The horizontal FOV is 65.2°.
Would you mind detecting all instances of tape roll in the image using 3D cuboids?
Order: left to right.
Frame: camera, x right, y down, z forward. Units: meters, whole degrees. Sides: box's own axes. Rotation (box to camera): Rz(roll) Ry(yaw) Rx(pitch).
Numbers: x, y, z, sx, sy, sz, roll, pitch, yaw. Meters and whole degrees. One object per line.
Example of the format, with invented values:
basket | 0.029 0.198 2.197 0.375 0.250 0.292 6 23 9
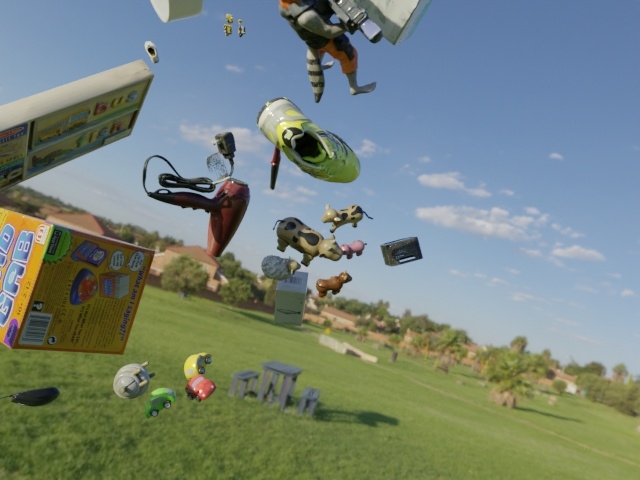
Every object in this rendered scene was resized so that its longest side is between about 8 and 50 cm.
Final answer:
tape roll | -0.415 -0.746 1.353 0.100 0.286 0.286 -23 10 -21

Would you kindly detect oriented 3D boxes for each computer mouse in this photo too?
computer mouse | -0.792 0.409 1.262 0.242 0.041 0.071 -1 -20 -30

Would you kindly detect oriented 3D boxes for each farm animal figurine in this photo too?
farm animal figurine | 0.000 0.000 1.622 0.327 0.330 0.172 16 -26 -4

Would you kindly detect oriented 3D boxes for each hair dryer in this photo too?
hair dryer | -0.266 -0.090 1.136 0.080 0.224 0.293 36 -33 51

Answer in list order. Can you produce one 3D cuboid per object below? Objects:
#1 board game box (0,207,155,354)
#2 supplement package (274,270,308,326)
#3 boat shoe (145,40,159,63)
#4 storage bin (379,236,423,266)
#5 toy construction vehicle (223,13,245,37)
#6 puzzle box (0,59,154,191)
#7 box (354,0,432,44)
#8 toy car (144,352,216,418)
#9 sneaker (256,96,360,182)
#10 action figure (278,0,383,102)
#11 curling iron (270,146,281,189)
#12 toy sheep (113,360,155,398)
board game box | -0.824 0.135 1.596 0.357 0.356 0.356 11 -7 36
supplement package | -0.105 0.205 1.780 0.105 0.105 0.179 7 -49 -1
boat shoe | -0.579 -0.652 1.711 0.035 0.100 0.035 -20 -23 -8
storage bin | 0.303 0.040 1.886 0.122 0.084 0.180 -15 1 -2
toy construction vehicle | -0.350 -0.857 2.014 0.086 0.098 0.035 3 -21 -30
puzzle box | -0.592 -0.262 1.160 0.052 0.409 0.272 51 -38 -2
box | 0.210 -0.735 1.402 0.231 0.127 0.262 41 -43 7
toy car | -0.405 0.415 1.407 0.053 0.225 0.239 59 -6 -19
sneaker | -0.012 -0.226 1.339 0.385 0.145 0.147 22 27 -48
action figure | 0.010 -0.455 1.107 0.330 0.179 0.341 52 7 -49
curling iron | -0.151 -0.265 1.705 0.035 0.068 0.274 -1 -33 -18
toy sheep | -0.457 0.341 1.215 0.091 0.091 0.132 20 -2 0
